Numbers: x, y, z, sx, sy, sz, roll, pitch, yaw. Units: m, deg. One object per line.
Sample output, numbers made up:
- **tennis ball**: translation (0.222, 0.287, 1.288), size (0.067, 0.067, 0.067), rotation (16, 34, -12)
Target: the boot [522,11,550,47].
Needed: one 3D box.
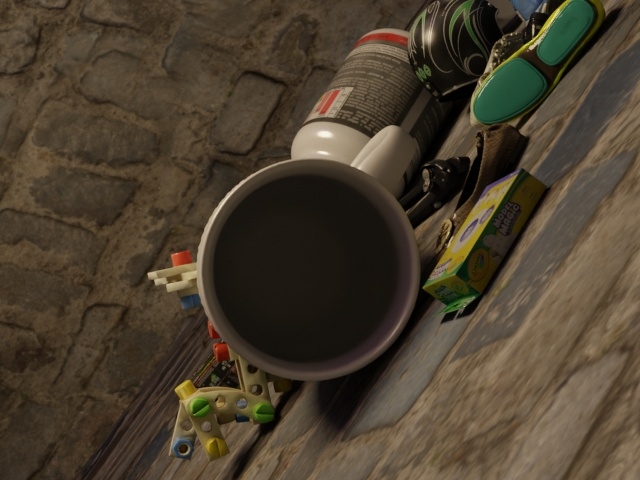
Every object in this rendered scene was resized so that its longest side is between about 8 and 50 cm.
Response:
- **boot**: translation (0.307, -0.265, 1.920), size (0.121, 0.045, 0.099), rotation (69, -145, -74)

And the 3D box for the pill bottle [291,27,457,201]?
- **pill bottle**: translation (0.077, -0.174, 2.271), size (0.363, 0.210, 0.210), rotation (-58, 9, -30)

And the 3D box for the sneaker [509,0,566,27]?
- **sneaker**: translation (0.322, -0.413, 2.050), size (0.130, 0.147, 0.330), rotation (-43, 10, 6)

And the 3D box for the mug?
- **mug**: translation (0.000, 0.000, 1.780), size (0.374, 0.276, 0.328), rotation (-53, 4, -5)

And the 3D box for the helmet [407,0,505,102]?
- **helmet**: translation (0.226, -0.324, 2.186), size (0.169, 0.161, 0.169), rotation (-20, -5, -2)

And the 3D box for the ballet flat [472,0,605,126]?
- **ballet flat**: translation (0.304, -0.242, 1.808), size (0.231, 0.077, 0.077), rotation (-47, -11, 25)

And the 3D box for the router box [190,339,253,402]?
- **router box**: translation (-0.164, 0.235, 2.356), size (0.122, 0.092, 0.038), rotation (-50, 9, 21)

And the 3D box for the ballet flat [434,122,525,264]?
- **ballet flat**: translation (0.193, -0.064, 1.688), size (0.250, 0.058, 0.084), rotation (-59, 9, -34)

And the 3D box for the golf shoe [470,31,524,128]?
- **golf shoe**: translation (0.269, -0.242, 1.994), size (0.176, 0.069, 0.086), rotation (-53, -6, -32)

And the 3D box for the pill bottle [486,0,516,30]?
- **pill bottle**: translation (0.254, -0.381, 2.402), size (0.229, 0.131, 0.131), rotation (-43, 13, 52)

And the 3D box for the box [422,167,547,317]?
- **box**: translation (0.182, 0.007, 1.522), size (0.179, 0.043, 0.105), rotation (-58, 9, -19)

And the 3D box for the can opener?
- **can opener**: translation (0.156, -0.063, 1.960), size (0.186, 0.073, 0.059), rotation (-49, 48, 50)

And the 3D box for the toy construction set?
- **toy construction set**: translation (-0.151, 0.161, 1.996), size (0.215, 0.328, 0.151), rotation (-12, 15, -11)
